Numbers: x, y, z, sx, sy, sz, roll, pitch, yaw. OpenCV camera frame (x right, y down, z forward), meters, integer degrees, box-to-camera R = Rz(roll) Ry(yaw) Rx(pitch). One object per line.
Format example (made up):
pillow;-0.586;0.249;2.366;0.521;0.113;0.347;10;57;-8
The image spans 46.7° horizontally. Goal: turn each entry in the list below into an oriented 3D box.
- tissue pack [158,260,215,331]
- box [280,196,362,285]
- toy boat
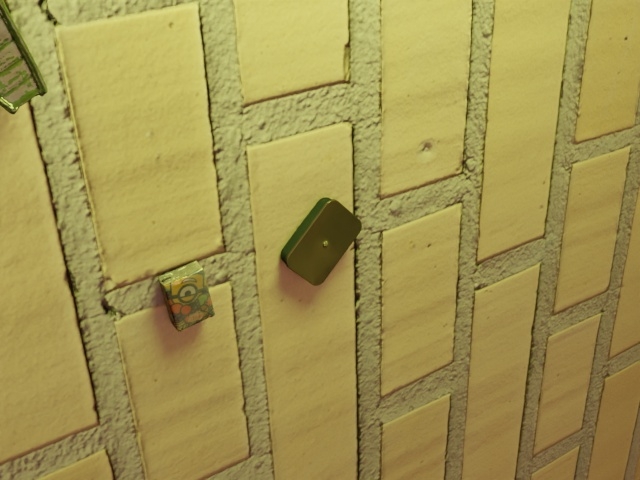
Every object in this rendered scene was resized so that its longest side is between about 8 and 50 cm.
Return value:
tissue pack;-0.188;0.078;1.038;0.063;0.035;0.083;-24;126;-25
box;0.000;0.000;1.135;0.091;0.031;0.126;37;88;-41
toy boat;-0.378;-0.257;0.725;0.093;0.055;0.293;-39;128;-15
